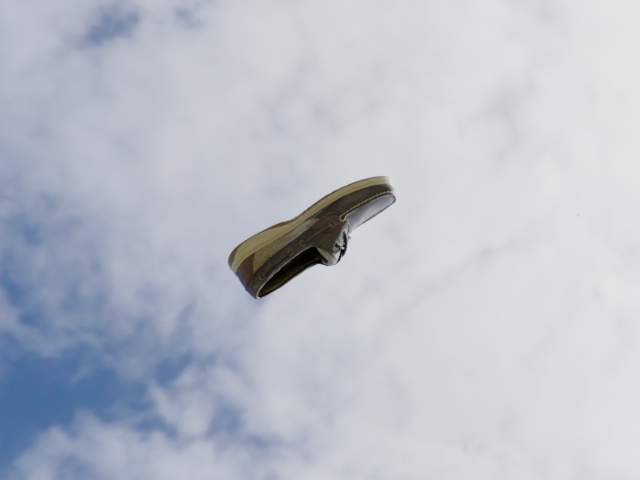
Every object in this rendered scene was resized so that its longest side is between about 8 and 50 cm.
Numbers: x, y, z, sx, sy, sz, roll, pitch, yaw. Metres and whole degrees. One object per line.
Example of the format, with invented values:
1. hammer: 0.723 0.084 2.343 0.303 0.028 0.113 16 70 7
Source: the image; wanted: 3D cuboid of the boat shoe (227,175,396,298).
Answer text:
1. boat shoe: 0.000 0.000 1.058 0.152 0.056 0.049 -30 -114 0
